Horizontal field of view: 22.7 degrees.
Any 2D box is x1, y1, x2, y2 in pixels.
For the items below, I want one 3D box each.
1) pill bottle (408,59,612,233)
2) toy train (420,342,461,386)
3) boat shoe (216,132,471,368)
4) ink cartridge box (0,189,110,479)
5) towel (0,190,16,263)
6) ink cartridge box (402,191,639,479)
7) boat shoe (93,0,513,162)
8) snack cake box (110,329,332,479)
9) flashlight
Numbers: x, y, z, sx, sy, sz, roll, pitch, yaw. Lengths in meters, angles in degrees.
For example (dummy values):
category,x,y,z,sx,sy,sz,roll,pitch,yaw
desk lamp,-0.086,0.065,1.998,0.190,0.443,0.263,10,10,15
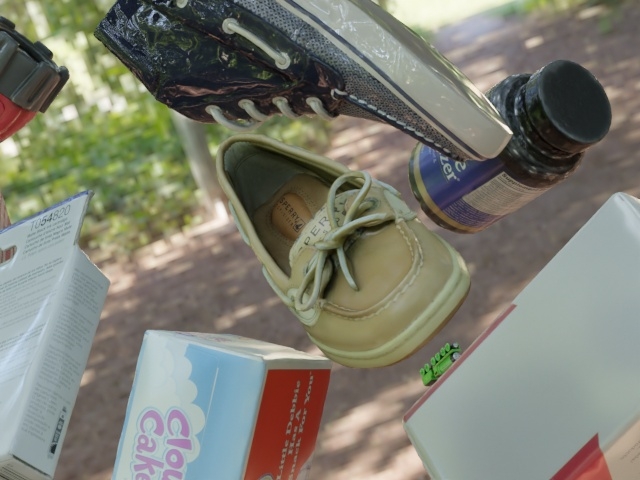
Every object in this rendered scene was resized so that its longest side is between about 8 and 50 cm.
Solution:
category,x,y,z,sx,sy,sz,roll,pitch,yaw
pill bottle,0.198,-0.099,1.660,0.123,0.122,0.219,-29,-4,-39
toy train,0.136,0.141,1.799,0.017,0.023,0.083,-1,-28,-26
boat shoe,0.000,0.000,1.028,0.104,0.089,0.285,-46,26,-7
ink cartridge box,-0.249,0.092,1.174,0.223,0.045,0.224,-21,45,39
towel,-0.305,0.044,1.513,0.029,0.197,0.144,-10,39,-1
ink cartridge box,0.306,0.149,1.347,0.385,0.160,0.279,19,-60,-43
boat shoe,-0.021,-0.135,1.282,0.158,0.340,0.127,-53,-6,15
snack cake box,-0.079,0.196,1.057,0.089,0.264,0.152,12,-1,19
flashlight,-0.364,-0.068,1.490,0.304,0.103,0.103,-50,-34,10
